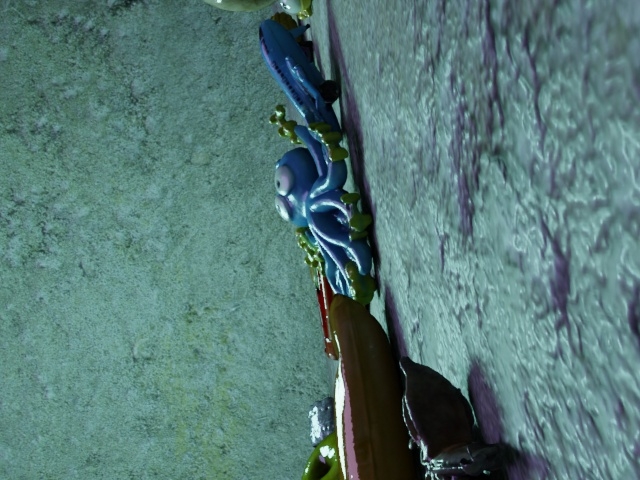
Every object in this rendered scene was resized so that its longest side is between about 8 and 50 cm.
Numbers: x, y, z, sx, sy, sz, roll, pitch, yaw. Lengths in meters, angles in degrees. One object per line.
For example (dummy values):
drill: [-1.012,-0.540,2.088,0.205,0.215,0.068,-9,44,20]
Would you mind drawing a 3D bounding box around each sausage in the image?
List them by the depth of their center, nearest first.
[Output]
sausage: [0.071,0.241,1.073,0.134,0.116,0.353,54,-154,-66]

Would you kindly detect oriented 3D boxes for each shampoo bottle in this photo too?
shampoo bottle: [0.030,0.143,1.703,0.118,0.076,0.314,-113,14,-63]

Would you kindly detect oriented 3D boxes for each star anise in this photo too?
star anise: [0.125,0.210,0.637,0.208,0.063,0.171,-123,20,-72]

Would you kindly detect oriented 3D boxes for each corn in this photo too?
corn: [-0.083,-0.489,1.832,0.101,0.102,0.312,85,170,-48]

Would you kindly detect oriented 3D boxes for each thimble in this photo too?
thimble: [0.047,0.409,1.561,0.150,0.150,0.097,88,177,-60]

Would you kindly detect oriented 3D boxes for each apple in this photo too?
apple: [0.056,0.413,1.180,0.157,0.196,0.196,39,-167,-21]

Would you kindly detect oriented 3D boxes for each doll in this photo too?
doll: [-0.006,-0.045,1.234,0.341,0.099,0.345,-128,26,-48]
doll: [-0.066,-0.572,1.438,0.117,0.086,0.291,47,162,23]

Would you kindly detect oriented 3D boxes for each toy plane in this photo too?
toy plane: [-0.029,-0.285,1.294,0.254,0.105,0.271,-140,28,-83]

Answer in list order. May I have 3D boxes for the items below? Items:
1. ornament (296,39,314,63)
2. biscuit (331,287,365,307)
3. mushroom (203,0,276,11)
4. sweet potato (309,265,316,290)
ornament: [-0.041,-0.357,1.570,0.081,0.088,0.203,84,174,-45]
biscuit: [0.065,0.160,1.457,0.284,0.043,0.306,-128,31,-76]
mushroom: [-0.112,-0.503,1.104,0.290,0.298,0.297,41,146,45]
sweet potato: [0.000,0.000,1.901,0.075,0.075,0.273,-142,46,-84]
